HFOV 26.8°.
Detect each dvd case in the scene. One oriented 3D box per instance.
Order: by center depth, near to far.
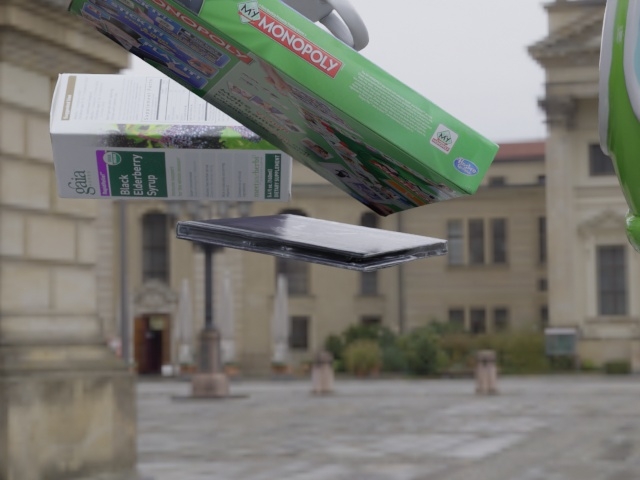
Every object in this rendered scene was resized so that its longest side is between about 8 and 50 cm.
[{"bbox_3d":[0.000,0.000,1.147,0.164,0.018,0.221,10,6,22],"label":"dvd case"}]

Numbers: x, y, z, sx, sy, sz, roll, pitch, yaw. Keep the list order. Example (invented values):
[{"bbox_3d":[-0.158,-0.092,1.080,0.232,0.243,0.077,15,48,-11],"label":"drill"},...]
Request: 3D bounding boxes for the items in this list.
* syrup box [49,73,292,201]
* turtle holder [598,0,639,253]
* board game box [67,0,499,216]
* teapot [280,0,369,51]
[{"bbox_3d":[-0.147,-0.103,1.349,0.237,0.096,0.093,0,-43,-3],"label":"syrup box"},{"bbox_3d":[0.272,-0.094,0.620,0.243,0.227,0.320,-19,7,-24],"label":"turtle holder"},{"bbox_3d":[-0.039,-0.126,1.023,0.317,0.046,0.213,33,-11,-11],"label":"board game box"},{"bbox_3d":[-0.048,-0.395,1.791,0.256,0.252,0.187,8,5,-12],"label":"teapot"}]
